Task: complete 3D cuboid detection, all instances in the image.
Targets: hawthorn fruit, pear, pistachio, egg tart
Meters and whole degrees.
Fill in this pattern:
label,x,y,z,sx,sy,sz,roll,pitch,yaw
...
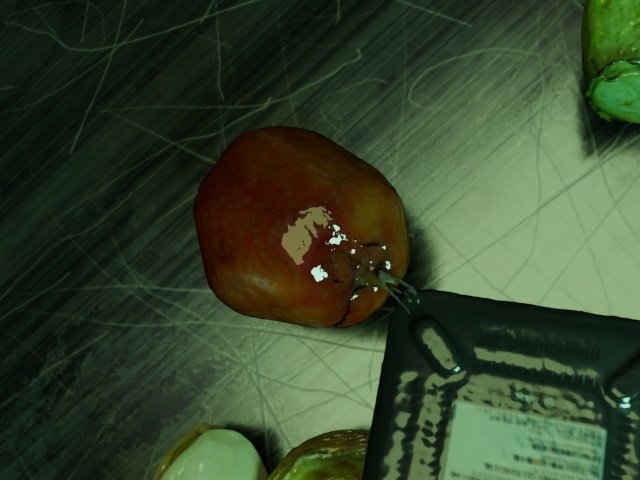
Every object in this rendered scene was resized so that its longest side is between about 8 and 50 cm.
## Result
label,x,y,z,sx,sy,sz,roll,pitch,yaw
hawthorn fruit,0.000,0.000,0.835,0.299,0.211,0.211,24,87,44
pear,0.378,-0.258,0.825,0.239,0.164,0.255,-12,71,24
pistachio,-0.121,0.303,0.884,0.145,0.117,0.200,15,70,-18
egg tart,0.034,0.301,0.846,0.213,0.090,0.212,-3,79,16

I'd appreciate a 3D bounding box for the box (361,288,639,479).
label,x,y,z,sx,sy,sz,roll,pitch,yaw
box,0.189,0.198,0.759,0.290,0.073,0.288,9,75,13
